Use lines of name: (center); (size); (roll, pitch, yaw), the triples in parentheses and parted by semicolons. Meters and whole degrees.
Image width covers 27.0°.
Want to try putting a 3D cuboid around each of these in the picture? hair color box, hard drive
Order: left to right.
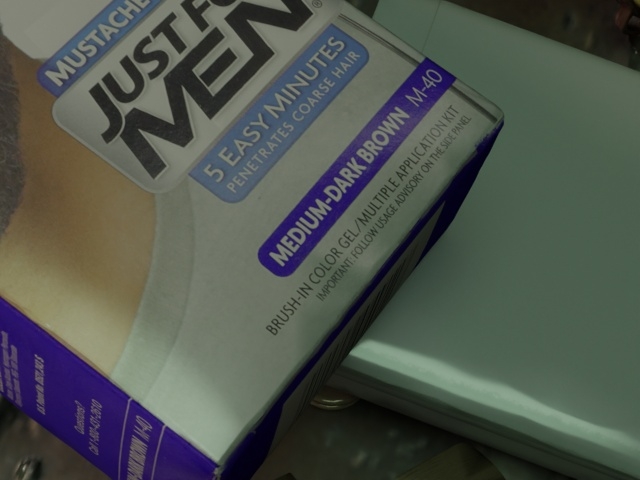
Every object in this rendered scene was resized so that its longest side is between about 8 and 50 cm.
hair color box: (-0.121, -0.064, 0.531); (0.338, 0.110, 0.185); (35, 63, 9)
hard drive: (0.143, 0.014, 0.620); (0.307, 0.040, 0.203); (20, 63, 2)

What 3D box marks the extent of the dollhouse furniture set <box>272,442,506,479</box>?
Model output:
dollhouse furniture set: (0.024, 0.163, 0.561); (0.144, 0.123, 0.151); (47, 105, 14)

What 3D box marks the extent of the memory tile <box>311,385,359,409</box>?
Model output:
memory tile: (0.000, 0.000, 0.638); (0.113, 0.012, 0.148); (-35, 75, -18)

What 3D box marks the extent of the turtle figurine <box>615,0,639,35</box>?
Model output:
turtle figurine: (0.176, -0.135, 0.663); (0.269, 0.087, 0.217); (-4, 41, -25)
